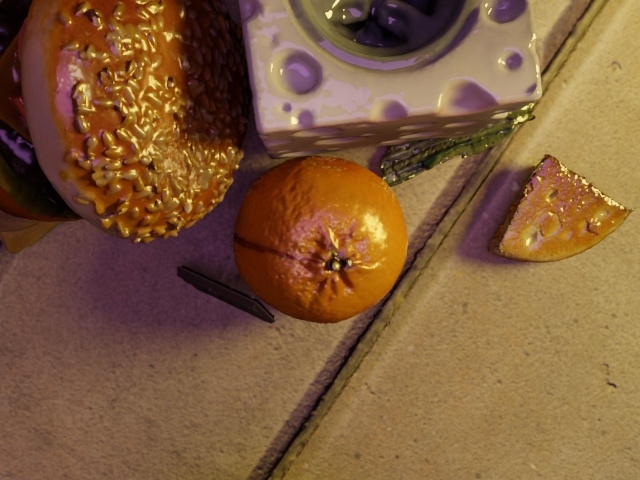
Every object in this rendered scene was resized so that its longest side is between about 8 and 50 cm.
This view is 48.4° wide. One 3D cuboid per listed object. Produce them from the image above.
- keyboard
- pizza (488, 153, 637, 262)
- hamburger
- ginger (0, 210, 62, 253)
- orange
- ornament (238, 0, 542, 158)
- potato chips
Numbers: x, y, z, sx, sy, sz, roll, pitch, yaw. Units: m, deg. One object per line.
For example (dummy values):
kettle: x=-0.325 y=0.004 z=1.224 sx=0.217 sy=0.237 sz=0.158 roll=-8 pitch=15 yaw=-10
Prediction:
keyboard: x=-0.108 y=0.061 z=0.810 sx=0.129 sy=0.049 sz=0.015 roll=19 pitch=74 yaw=35
pizza: x=0.275 y=-0.038 z=0.846 sx=0.178 sy=0.041 sz=0.131 roll=-28 pitch=102 yaw=3
hamburger: x=-0.195 y=-0.135 z=0.675 sx=0.225 sy=0.291 sz=0.291 roll=4 pitch=101 yaw=26
ginger: x=-0.318 y=-0.086 z=0.782 sx=0.193 sy=0.122 sz=0.115 roll=-44 pitch=87 yaw=-4
orange: x=0.000 y=0.000 z=0.782 sx=0.193 sy=0.161 sz=0.193 roll=0 pitch=95 yaw=-1
ornament: x=0.047 y=-0.220 z=0.690 sx=0.239 sy=0.240 sz=0.239 roll=-7 pitch=92 yaw=-1
potato chips: x=0.151 y=-0.136 z=0.832 sx=0.207 sy=0.028 sz=0.092 roll=-24 pitch=99 yaw=0
